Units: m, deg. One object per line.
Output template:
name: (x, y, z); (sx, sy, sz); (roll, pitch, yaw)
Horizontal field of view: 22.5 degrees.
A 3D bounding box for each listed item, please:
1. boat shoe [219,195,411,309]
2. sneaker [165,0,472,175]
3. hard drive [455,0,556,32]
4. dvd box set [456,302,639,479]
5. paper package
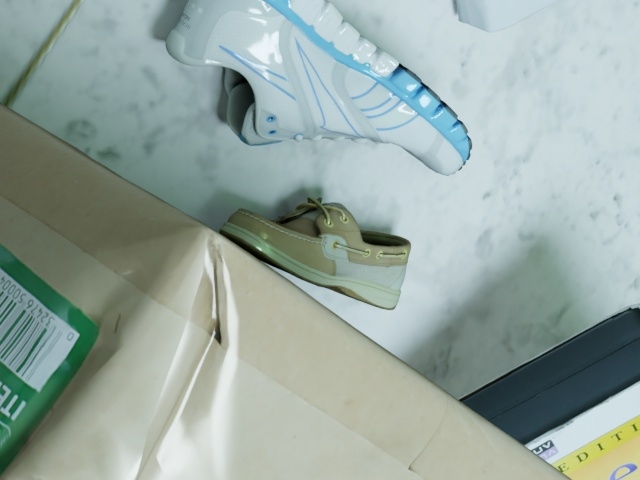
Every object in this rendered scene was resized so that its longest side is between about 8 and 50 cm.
boat shoe: (0.000, 0.000, 0.863); (0.135, 0.050, 0.045); (21, 93, -51)
sneaker: (-0.003, -0.075, 0.819); (0.191, 0.071, 0.083); (34, 94, -33)
hard drive: (0.130, -0.288, 0.833); (0.203, 0.040, 0.307); (-31, 125, -23)
dvd box set: (0.147, 0.259, 0.994); (0.308, 0.062, 0.420); (-30, 126, 6)
paper package: (-0.079, 0.078, 0.655); (0.309, 0.325, 0.168); (36, 86, -40)
